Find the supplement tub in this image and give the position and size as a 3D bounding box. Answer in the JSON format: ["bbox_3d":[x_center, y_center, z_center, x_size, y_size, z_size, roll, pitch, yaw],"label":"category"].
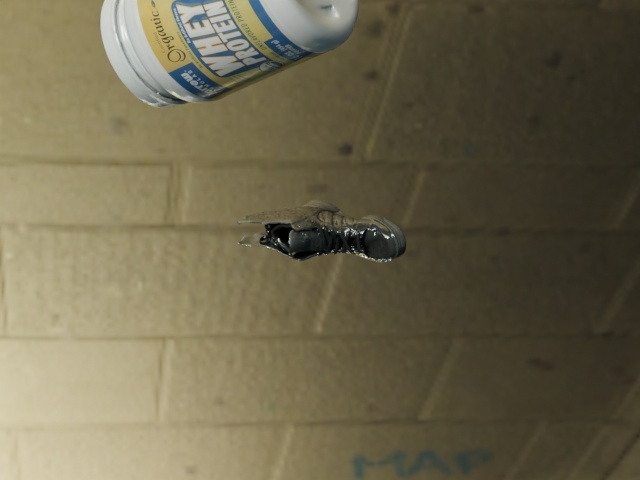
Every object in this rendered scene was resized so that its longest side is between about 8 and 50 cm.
[{"bbox_3d":[-0.082,-0.207,1.284,0.200,0.144,0.144,-20,145,33],"label":"supplement tub"}]

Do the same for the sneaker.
[{"bbox_3d":[0.000,-0.002,1.516,0.089,0.170,0.051,-27,125,-40],"label":"sneaker"}]
